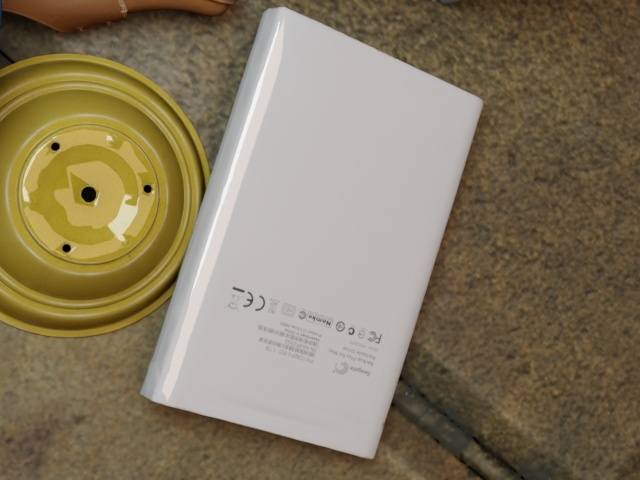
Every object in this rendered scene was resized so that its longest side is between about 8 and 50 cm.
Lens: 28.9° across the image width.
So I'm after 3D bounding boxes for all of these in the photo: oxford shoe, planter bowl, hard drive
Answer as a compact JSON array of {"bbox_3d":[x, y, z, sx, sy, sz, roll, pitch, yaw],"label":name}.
[{"bbox_3d":[-0.166,-0.189,0.928,0.212,0.076,0.076,6,119,-21],"label":"oxford shoe"},{"bbox_3d":[-0.174,-0.033,0.906,0.217,0.090,0.217,0,91,-19],"label":"planter bowl"},{"bbox_3d":[0.000,0.000,0.976,0.203,0.040,0.307,20,84,-29],"label":"hard drive"}]

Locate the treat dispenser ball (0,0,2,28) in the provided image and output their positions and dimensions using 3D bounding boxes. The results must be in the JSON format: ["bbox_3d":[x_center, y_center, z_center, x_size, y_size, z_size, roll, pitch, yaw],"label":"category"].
[{"bbox_3d":[-0.338,-0.149,0.742,0.288,0.288,0.288,0,91,-19],"label":"treat dispenser ball"}]

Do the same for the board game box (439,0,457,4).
[{"bbox_3d":[0.183,-0.305,0.908,0.097,0.303,0.224,38,79,-16],"label":"board game box"}]
